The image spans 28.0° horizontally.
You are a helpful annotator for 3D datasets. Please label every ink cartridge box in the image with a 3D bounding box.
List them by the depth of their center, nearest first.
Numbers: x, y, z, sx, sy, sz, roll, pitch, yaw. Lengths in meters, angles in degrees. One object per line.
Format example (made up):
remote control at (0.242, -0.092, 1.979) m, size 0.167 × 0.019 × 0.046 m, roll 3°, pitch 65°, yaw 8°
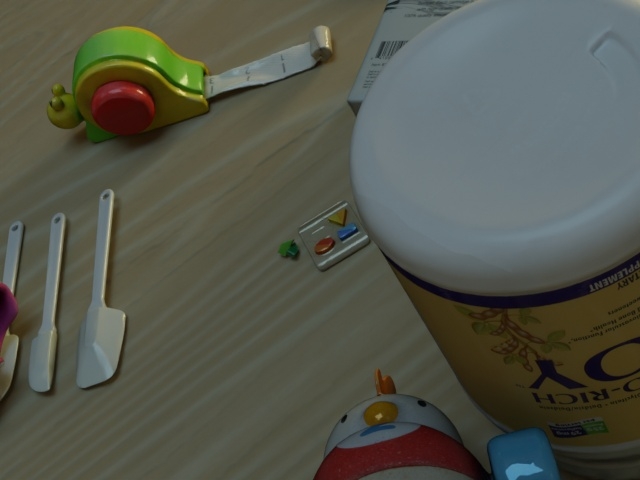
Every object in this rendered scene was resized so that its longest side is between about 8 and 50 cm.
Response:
ink cartridge box at (0.137, -0.190, 1.255) m, size 0.153 × 0.087 × 0.208 m, roll 5°, pitch 59°, yaw 30°

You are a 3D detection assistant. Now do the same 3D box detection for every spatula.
spatula at (-0.273, 0.058, 1.323) m, size 0.168 × 0.019 × 0.242 m, roll -19°, pitch 48°, yaw 20°

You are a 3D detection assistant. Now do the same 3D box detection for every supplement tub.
supplement tub at (0.182, 0.009, 0.916) m, size 0.241 × 0.331 × 0.241 m, roll -14°, pitch 50°, yaw 17°

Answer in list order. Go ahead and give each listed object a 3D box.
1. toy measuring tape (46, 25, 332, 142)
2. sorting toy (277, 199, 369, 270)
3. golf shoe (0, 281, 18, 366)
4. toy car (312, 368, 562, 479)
toy measuring tape at (-0.157, -0.193, 1.388) m, size 0.330 × 0.121 × 0.121 m, roll -16°, pitch 50°, yaw 15°
sorting toy at (0.000, 0.000, 1.229) m, size 0.083 × 0.012 × 0.062 m, roll -31°, pitch 48°, yaw 2°
golf shoe at (-0.387, 0.155, 1.232) m, size 0.140 × 0.115 × 0.306 m, roll -9°, pitch 53°, yaw 28°
toy car at (0.056, 0.176, 0.957) m, size 0.219 × 0.210 × 0.238 m, roll -14°, pitch 37°, yaw 3°
